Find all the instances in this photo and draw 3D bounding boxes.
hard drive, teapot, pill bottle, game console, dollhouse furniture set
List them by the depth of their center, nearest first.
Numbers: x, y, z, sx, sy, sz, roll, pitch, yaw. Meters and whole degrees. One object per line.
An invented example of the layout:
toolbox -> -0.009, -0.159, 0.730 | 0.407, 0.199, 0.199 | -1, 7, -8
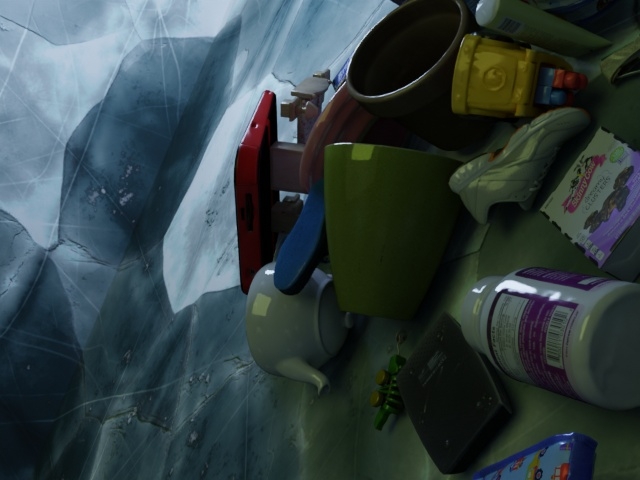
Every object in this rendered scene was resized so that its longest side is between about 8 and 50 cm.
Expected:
pill bottle -> 0.330, 0.126, 1.430 | 0.301, 0.169, 0.169 | 11, 77, 63
hard drive -> 0.216, 0.247, 1.662 | 0.172, 0.054, 0.255 | -56, 27, 17
teapot -> -0.022, 0.151, 2.045 | 0.187, 0.252, 0.256 | -3, 100, 22
game console -> -0.140, -0.105, 2.346 | 0.342, 0.060, 0.387 | -83, -6, -55
dollhouse furniture set -> 0.020, -0.207, 2.417 | 0.355, 0.173, 0.303 | -55, -30, -59

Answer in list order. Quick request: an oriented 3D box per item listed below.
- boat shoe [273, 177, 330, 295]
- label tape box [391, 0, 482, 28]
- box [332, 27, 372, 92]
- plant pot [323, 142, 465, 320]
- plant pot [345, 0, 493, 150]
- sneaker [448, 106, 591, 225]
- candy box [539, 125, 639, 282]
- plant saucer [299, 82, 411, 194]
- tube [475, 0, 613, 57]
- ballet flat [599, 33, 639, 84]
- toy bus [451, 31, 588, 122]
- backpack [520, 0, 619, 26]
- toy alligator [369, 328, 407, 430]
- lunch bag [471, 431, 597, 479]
boat shoe -> 0.000, 0.000, 1.965 | 0.109, 0.089, 0.258 | 8, 62, 44
label tape box -> 0.234, -0.571, 2.029 | 0.249, 0.347, 0.115 | -38, 36, 42
box -> 0.097, -0.427, 2.489 | 0.169, 0.054, 0.059 | -54, 28, 22
plant pot -> 0.120, -0.007, 1.874 | 0.275, 0.274, 0.294 | 4, 84, 62
plant pot -> 0.214, -0.289, 1.911 | 0.263, 0.229, 0.263 | -26, 40, 24
sneaker -> 0.352, -0.120, 1.723 | 0.262, 0.099, 0.121 | -35, 72, 24
candy box -> 0.434, -0.055, 1.509 | 0.165, 0.070, 0.196 | -57, 27, 15
plant saucer -> 0.093, -0.213, 2.097 | 0.084, 0.332, 0.332 | 36, 103, 20
tube -> 0.369, -0.352, 1.709 | 0.062, 0.240, 0.070 | -62, 31, 25
ballet flat -> 0.516, -0.300, 1.618 | 0.168, 0.057, 0.052 | -35, 66, 51
toy bus -> 0.359, -0.268, 1.746 | 0.211, 0.220, 0.149 | 13, 100, 34
backpack -> 0.419, -0.482, 1.732 | 0.276, 0.213, 0.263 | -55, 23, -10
toy alligator -> 0.135, 0.244, 1.812 | 0.051, 0.056, 0.190 | -13, 56, 58
lunch bag -> 0.256, 0.367, 1.233 | 0.293, 0.138, 0.221 | 103, -175, -63
